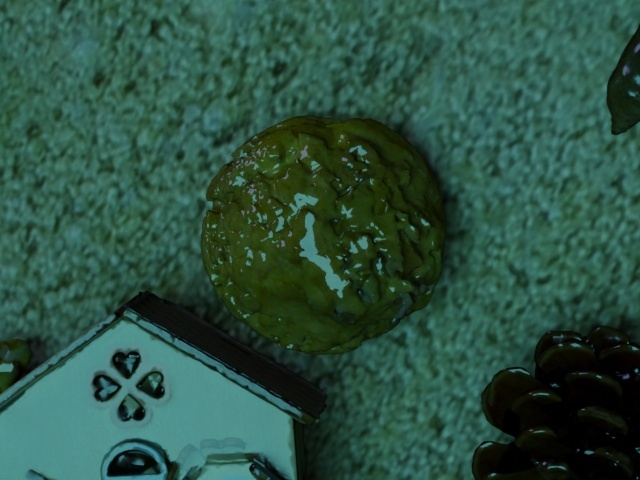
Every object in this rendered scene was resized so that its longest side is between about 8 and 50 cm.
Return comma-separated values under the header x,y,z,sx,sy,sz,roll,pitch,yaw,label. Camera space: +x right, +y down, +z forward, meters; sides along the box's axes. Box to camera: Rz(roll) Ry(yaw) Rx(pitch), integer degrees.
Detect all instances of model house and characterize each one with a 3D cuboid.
x,y,z,sx,sy,sz,roll,pitch,yaw,label
-0.114,0.160,1.420,0.326,0.169,0.244,-3,93,6,model house

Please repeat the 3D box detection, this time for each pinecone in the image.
x,y,z,sx,sy,sz,roll,pitch,yaw,label
0.187,0.163,1.323,0.207,0.208,0.208,4,102,21,pinecone

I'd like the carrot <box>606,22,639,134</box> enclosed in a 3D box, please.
x,y,z,sx,sy,sz,roll,pitch,yaw,label
0.279,-0.208,1.282,0.070,0.070,0.342,33,112,13,carrot

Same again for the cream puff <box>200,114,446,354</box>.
x,y,z,sx,sy,sz,roll,pitch,yaw,label
0.000,0.000,1.397,0.189,0.129,0.189,6,105,23,cream puff

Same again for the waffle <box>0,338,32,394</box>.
x,y,z,sx,sy,sz,roll,pitch,yaw,label
-0.294,0.230,1.591,0.329,0.062,0.329,4,101,19,waffle
